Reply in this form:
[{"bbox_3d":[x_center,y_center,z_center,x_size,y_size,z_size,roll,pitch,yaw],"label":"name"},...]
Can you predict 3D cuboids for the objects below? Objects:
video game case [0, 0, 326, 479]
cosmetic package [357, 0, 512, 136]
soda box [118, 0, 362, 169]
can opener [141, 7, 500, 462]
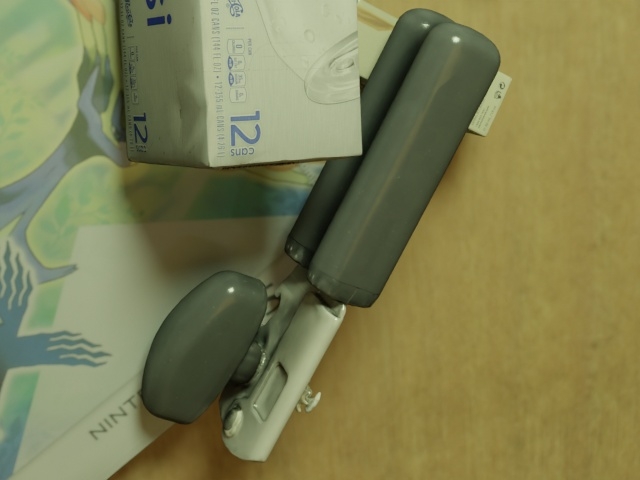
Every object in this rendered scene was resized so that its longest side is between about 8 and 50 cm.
[{"bbox_3d":[-0.154,-0.030,0.615,0.300,0.036,0.329,-39,116,-7],"label":"video game case"},{"bbox_3d":[0.050,-0.105,0.663,0.115,0.060,0.041,22,95,-27],"label":"cosmetic package"},{"bbox_3d":[-0.045,-0.181,0.548,0.091,0.098,0.286,-7,99,-33],"label":"soda box"},{"bbox_3d":[0.000,0.000,0.611,0.093,0.074,0.280,25,102,-32],"label":"can opener"}]
